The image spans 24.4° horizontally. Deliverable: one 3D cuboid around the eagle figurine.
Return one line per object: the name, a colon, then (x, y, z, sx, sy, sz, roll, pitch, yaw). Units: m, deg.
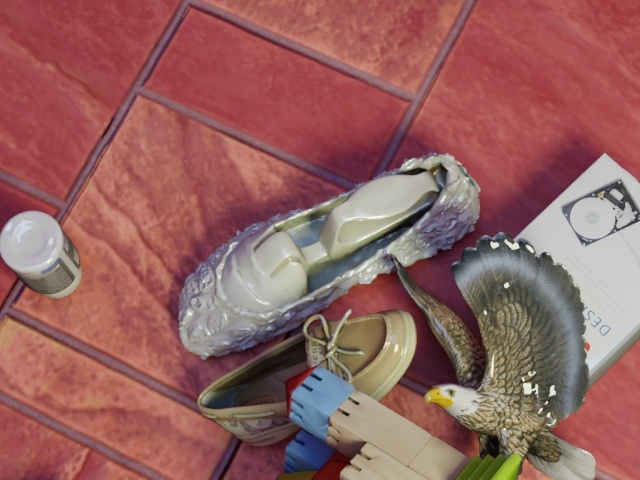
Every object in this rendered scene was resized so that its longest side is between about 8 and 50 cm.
eagle figurine: (0.188, 0.153, 1.652, 0.226, 0.225, 0.298, -2, 77, 12)

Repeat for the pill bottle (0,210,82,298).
pill bottle: (-0.335, 0.021, 1.789, 0.078, 0.137, 0.078, -1, 71, 4)

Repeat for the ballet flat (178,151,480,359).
ballet flat: (0.000, 0.000, 1.771, 0.409, 0.147, 0.147, -27, 72, -3)

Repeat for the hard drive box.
hard drive box: (0.319, 0.044, 1.750, 0.232, 0.089, 0.181, -44, 73, -9)

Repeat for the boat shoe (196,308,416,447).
boat shoe: (-0.016, 0.153, 1.667, 0.285, 0.089, 0.104, -33, 46, 31)

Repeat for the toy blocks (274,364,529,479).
toy blocks: (0.048, 0.303, 1.572, 0.261, 0.381, 0.191, 30, 51, 21)
